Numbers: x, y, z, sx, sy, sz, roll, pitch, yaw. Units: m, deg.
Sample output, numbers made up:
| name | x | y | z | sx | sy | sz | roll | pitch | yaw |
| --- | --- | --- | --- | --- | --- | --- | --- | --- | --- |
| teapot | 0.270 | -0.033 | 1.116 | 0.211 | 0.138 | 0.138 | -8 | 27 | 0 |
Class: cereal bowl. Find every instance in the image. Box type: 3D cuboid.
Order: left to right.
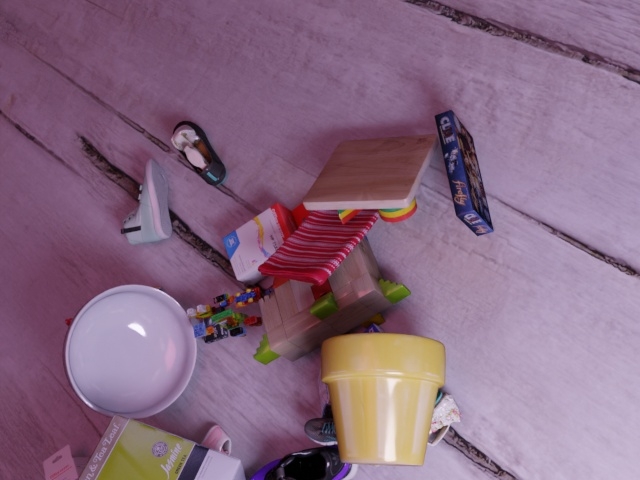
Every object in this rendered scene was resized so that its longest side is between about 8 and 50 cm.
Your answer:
| name | x | y | z | sx | sy | sz | roll | pitch | yaw |
| --- | --- | --- | --- | --- | --- | --- | --- | --- | --- |
| cereal bowl | -0.500 | 0.288 | 1.795 | 0.141 | 0.339 | 0.339 | -19 | 62 | 57 |

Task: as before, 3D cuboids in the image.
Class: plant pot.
| name | x | y | z | sx | sy | sz | roll | pitch | yaw |
| --- | --- | --- | --- | --- | --- | --- | --- | --- | --- |
| plant pot | 0.124 | 0.326 | 1.395 | 0.254 | 0.254 | 0.239 | -7 | 69 | 27 |

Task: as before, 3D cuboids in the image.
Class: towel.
| name | x | y | z | sx | sy | sz | roll | pitch | yaw |
| --- | --- | --- | --- | --- | --- | --- | --- | --- | --- |
| towel | 0.000 | 0.000 | 1.614 | 0.199 | 0.031 | 0.275 | 7 | 43 | 40 |

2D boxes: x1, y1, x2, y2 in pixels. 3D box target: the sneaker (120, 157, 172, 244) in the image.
| name | x | y | z | sx | sy | sz | roll | pitch | yaw |
| --- | --- | --- | --- | --- | --- | --- | --- | --- | --- |
| sneaker | -0.526 | -0.112 | 2.033 | 0.151 | 0.094 | 0.255 | -15 | 70 | 18 |

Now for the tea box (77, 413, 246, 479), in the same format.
| name | x | y | z | sx | sy | sz | roll | pitch | yaw |
| --- | --- | --- | --- | --- | --- | --- | --- | --- | --- |
| tea box | -0.379 | 0.617 | 1.546 | 0.324 | 0.220 | 0.329 | 18 | 56 | 11 |

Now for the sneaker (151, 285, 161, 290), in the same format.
| name | x | y | z | sx | sy | sz | roll | pitch | yaw |
| --- | --- | --- | --- | --- | --- | --- | --- | --- | --- |
| sneaker | -0.482 | 0.154 | 1.974 | 0.083 | 0.032 | 0.037 | -22 | 79 | 27 |

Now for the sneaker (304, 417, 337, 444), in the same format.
| name | x | y | z | sx | sy | sz | roll | pitch | yaw |
| --- | --- | --- | --- | --- | --- | --- | --- | --- | --- |
| sneaker | 0.042 | 0.412 | 1.514 | 0.166 | 0.076 | 0.065 | 5 | 54 | 17 |

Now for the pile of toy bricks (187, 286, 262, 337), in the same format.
| name | x | y | z | sx | sy | sz | roll | pitch | yaw |
| --- | --- | --- | --- | --- | --- | --- | --- | --- | --- |
| pile of toy bricks | -0.223 | 0.198 | 1.769 | 0.212 | 0.105 | 0.118 | -20 | 69 | 20 |

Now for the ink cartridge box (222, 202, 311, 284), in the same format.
| name | x | y | z | sx | sy | sz | roll | pitch | yaw |
| --- | --- | --- | --- | --- | --- | --- | --- | --- | --- |
| ink cartridge box | -0.126 | -0.001 | 1.793 | 0.231 | 0.078 | 0.134 | -33 | 62 | 16 |

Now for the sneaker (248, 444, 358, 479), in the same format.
| name | x | y | z | sx | sy | sz | roll | pitch | yaw |
| --- | --- | --- | --- | --- | --- | --- | --- | --- | --- |
| sneaker | -0.072 | 0.527 | 1.562 | 0.293 | 0.146 | 0.102 | -28 | 64 | 19 |

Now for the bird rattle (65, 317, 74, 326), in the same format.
| name | x | y | z | sx | sy | sz | roll | pitch | yaw |
| --- | --- | --- | --- | --- | --- | --- | --- | --- | --- |
| bird rattle | -0.632 | 0.318 | 1.953 | 0.254 | 0.143 | 0.206 | 10 | 96 | 34 |

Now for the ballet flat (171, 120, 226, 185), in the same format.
| name | x | y | z | sx | sy | sz | roll | pitch | yaw |
| --- | --- | --- | --- | --- | --- | --- | --- | --- | --- |
| ballet flat | -0.364 | -0.269 | 1.995 | 0.095 | 0.096 | 0.280 | -48 | 59 | 9 |

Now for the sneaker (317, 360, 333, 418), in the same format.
| name | x | y | z | sx | sy | sz | roll | pitch | yaw |
| --- | --- | --- | --- | --- | --- | --- | --- | --- | --- |
| sneaker | 0.027 | 0.357 | 1.616 | 0.083 | 0.071 | 0.190 | 174 | 97 | -70 |

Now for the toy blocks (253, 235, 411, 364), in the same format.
| name | x | y | z | sx | sy | sz | roll | pitch | yaw |
| --- | --- | --- | --- | --- | --- | --- | --- | --- | --- |
| toy blocks | -0.007 | 0.102 | 1.660 | 0.381 | 0.191 | 0.261 | -32 | 51 | 16 |

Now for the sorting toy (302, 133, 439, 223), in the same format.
| name | x | y | z | sx | sy | sz | roll | pitch | yaw |
| --- | --- | --- | --- | --- | --- | --- | --- | --- | --- |
| sorting toy | 0.129 | -0.135 | 1.626 | 0.257 | 0.089 | 0.255 | 0 | 40 | 29 |

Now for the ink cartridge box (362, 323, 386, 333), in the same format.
| name | x | y | z | sx | sy | sz | roll | pitch | yaw |
| --- | --- | --- | --- | --- | --- | --- | --- | --- | --- |
| ink cartridge box | 0.152 | 0.297 | 1.568 | 0.097 | 0.046 | 0.207 | -45 | 59 | 9 |

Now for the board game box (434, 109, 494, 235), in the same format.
| name | x | y | z | sx | sy | sz | roll | pitch | yaw |
| --- | --- | --- | --- | --- | --- | --- | --- | --- | --- |
| board game box | 0.320 | -0.147 | 1.541 | 0.042 | 0.165 | 0.243 | -17 | 68 | 24 |

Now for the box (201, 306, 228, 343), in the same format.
| name | x | y | z | sx | sy | sz | roll | pitch | yaw |
| --- | --- | --- | --- | --- | --- | --- | --- | --- | --- |
| box | -0.281 | 0.225 | 1.844 | 0.067 | 0.018 | 0.083 | -21 | 66 | 23 |

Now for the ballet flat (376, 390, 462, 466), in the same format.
| name | x | y | z | sx | sy | sz | roll | pitch | yaw |
| --- | --- | --- | --- | --- | --- | --- | --- | --- | --- |
| ballet flat | 0.205 | 0.422 | 1.485 | 0.077 | 0.091 | 0.241 | 45 | 105 | -2 |

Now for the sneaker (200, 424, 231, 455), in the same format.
| name | x | y | z | sx | sy | sz | roll | pitch | yaw |
| --- | --- | --- | --- | --- | --- | --- | --- | --- | --- |
| sneaker | -0.270 | 0.534 | 1.725 | 0.070 | 0.051 | 0.134 | 26 | 84 | 37 |

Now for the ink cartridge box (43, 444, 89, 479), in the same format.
| name | x | y | z | sx | sy | sz | roll | pitch | yaw |
| --- | --- | --- | --- | --- | --- | --- | --- | --- | --- |
| ink cartridge box | -0.678 | 0.671 | 1.899 | 0.115 | 0.067 | 0.198 | -35 | 63 | 15 |
